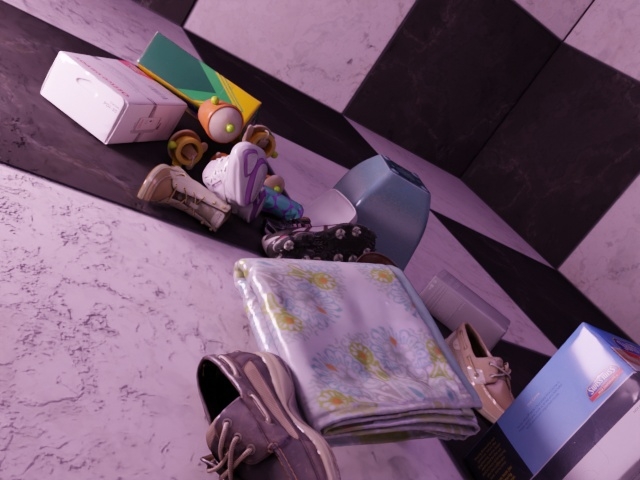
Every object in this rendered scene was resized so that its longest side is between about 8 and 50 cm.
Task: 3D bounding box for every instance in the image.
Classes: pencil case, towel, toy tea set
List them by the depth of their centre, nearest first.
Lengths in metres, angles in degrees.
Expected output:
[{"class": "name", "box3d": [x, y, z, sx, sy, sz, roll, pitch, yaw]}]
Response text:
[{"class": "towel", "box3d": [0.057, 0.162, 1.079, 0.321, 0.090, 0.374, 7, 35, -31]}, {"class": "toy tea set", "box3d": [-0.198, -0.209, 1.646, 0.336, 0.200, 0.124, 26, 11, -41]}, {"class": "pencil case", "box3d": [-0.117, -0.089, 1.687, 0.152, 0.064, 0.070, 25, 66, -25]}]

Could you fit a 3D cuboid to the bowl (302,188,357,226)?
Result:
[{"class": "bowl", "box3d": [0.023, -0.052, 1.750, 0.142, 0.142, 0.053, 51, -1, 43]}]

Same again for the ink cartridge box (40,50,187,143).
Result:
[{"class": "ink cartridge box", "box3d": [-0.483, -0.336, 1.588, 0.207, 0.117, 0.283, 37, 18, 7]}]

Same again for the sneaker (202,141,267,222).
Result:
[{"class": "sneaker", "box3d": [-0.198, -0.132, 1.462, 0.152, 0.114, 0.305, 27, -21, 3]}]

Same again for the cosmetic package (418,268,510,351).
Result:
[{"class": "cosmetic package", "box3d": [0.387, 0.192, 1.805, 0.238, 0.107, 0.127, 42, 20, 14]}]

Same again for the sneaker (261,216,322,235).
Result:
[{"class": "sneaker", "box3d": [-0.061, -0.030, 1.619, 0.178, 0.077, 0.072, 18, 23, -39]}]

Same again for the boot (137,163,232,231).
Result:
[{"class": "boot", "box3d": [-0.273, -0.082, 1.383, 0.165, 0.077, 0.213, 36, 12, 1]}]

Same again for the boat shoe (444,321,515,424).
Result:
[{"class": "boat shoe", "box3d": [0.373, 0.302, 1.505, 0.109, 0.098, 0.302, 24, 21, -30]}]

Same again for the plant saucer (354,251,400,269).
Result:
[{"class": "plant saucer", "box3d": [0.128, 0.125, 1.506, 0.199, 0.036, 0.198, 20, 58, -37]}]

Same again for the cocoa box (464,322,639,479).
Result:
[{"class": "cocoa box", "box3d": [0.469, 0.357, 1.144, 0.232, 0.347, 0.228, 22, 22, -33]}]

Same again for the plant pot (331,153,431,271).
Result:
[{"class": "plant pot", "box3d": [0.170, -0.091, 1.892, 0.248, 0.252, 0.247, 27, 20, -20]}]

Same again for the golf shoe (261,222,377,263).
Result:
[{"class": "golf shoe", "box3d": [0.000, 0.000, 1.519, 0.273, 0.105, 0.120, -2, 18, -29]}]

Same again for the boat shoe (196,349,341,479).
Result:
[{"class": "boat shoe", "box3d": [-0.084, 0.261, 0.822, 0.130, 0.132, 0.355, 14, 17, -26]}]

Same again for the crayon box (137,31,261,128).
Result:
[{"class": "crayon box", "box3d": [-0.325, -0.403, 1.856, 0.313, 0.106, 0.363, 33, -2, -7]}]
